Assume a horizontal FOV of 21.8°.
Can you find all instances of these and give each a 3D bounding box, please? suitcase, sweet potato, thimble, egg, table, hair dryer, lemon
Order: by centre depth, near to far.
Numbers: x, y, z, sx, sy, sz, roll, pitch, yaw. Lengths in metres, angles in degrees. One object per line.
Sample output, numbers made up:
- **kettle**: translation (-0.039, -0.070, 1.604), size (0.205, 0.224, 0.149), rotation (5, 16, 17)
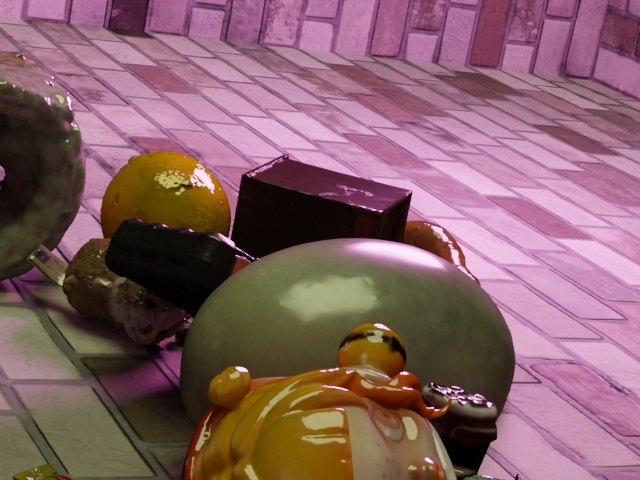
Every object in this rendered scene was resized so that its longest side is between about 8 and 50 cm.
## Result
- **egg**: translation (0.029, 0.124, 1.631), size (0.352, 0.259, 0.258), rotation (0, 19, -38)
- **suitcase**: translation (-0.079, 0.070, 1.829), size (0.285, 0.066, 0.206), rotation (33, -14, -35)
- **hair dryer**: translation (-0.159, 0.105, 2.002), size (0.047, 0.026, 0.083), rotation (6, 9, -24)
- **thimble**: translation (-0.429, -0.101, 2.045), size (0.291, 0.292, 0.195), rotation (3, 19, -25)
- **lemon**: translation (-0.199, -0.025, 2.153), size (0.173, 0.173, 0.206), rotation (1, 32, -32)
- **table**: translation (0.000, 0.000, 2.200), size (0.193, 0.169, 0.172), rotation (15, 16, 16)
- **sweet potato**: translation (0.180, 0.018, 2.475), size (0.069, 0.059, 0.249), rotation (-19, 32, -23)

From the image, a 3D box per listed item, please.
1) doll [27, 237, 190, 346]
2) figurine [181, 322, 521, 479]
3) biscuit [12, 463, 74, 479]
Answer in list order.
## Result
- **doll**: translation (-0.244, 0.055, 1.970), size (0.221, 0.105, 0.115), rotation (13, 56, 34)
- **figurine**: translation (0.020, 0.218, 1.351), size (0.323, 0.196, 0.320), rotation (23, 48, -37)
- **biscuit**: translation (-0.153, 0.261, 1.452), size (0.292, 0.026, 0.048), rotation (22, 11, 32)
